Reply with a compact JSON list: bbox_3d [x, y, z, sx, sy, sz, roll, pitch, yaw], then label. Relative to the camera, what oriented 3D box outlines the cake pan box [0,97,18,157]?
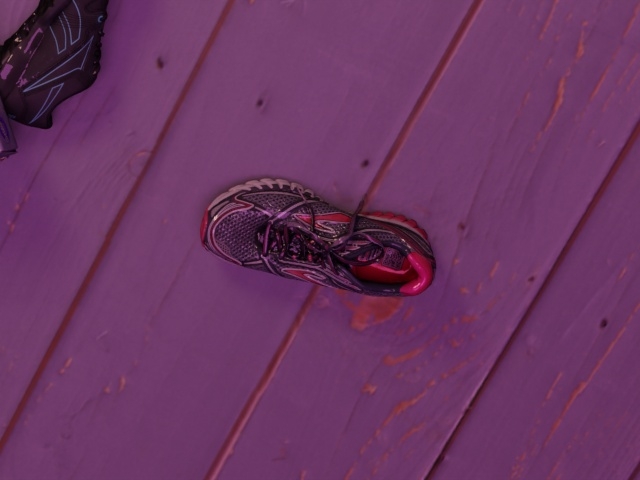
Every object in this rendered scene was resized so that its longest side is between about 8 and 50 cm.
[{"bbox_3d":[-0.513,-0.179,1.735,0.266,0.070,0.246,-16,93,9],"label":"cake pan box"}]

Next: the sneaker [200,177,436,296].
[{"bbox_3d":[0.000,0.000,1.865,0.299,0.112,0.121,8,107,-6],"label":"sneaker"}]

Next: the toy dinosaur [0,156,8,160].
[{"bbox_3d":[-0.504,-0.147,1.810,0.268,0.064,0.118,30,100,-8],"label":"toy dinosaur"}]

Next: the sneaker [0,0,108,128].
[{"bbox_3d":[-0.297,-0.245,1.782,0.106,0.101,0.267,34,111,-24],"label":"sneaker"}]
